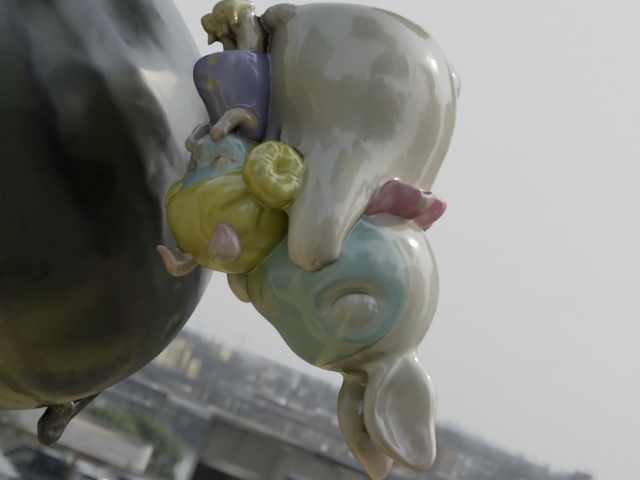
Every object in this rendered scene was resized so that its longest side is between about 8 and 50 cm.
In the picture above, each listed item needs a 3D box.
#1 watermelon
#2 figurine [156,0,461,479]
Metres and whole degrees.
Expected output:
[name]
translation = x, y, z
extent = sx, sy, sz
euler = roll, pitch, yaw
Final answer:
[watermelon]
translation = -0.197, -0.046, 0.934
extent = 0.279, 0.279, 0.359
euler = 14, -50, 52
[figurine]
translation = 0.000, 0.000, 0.783
extent = 0.155, 0.236, 0.127
euler = 16, -21, -36
